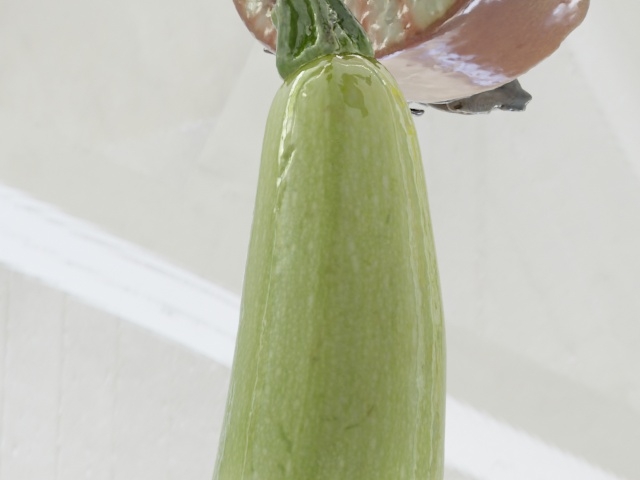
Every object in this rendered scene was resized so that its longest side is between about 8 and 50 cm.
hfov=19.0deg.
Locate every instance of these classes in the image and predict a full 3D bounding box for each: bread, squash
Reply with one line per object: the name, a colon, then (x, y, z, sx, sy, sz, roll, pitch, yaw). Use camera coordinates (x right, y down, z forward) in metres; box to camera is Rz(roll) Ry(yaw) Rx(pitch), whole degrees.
bread: (0.075, -0.253, 1.245, 0.114, 0.327, 0.295, 13, -167, -43)
squash: (0.000, 0.000, 0.751, 0.094, 0.094, 0.224, 1, -99, -15)

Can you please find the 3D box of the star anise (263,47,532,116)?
star anise: (0.062, -0.143, 1.498, 0.209, 0.231, 0.089, 11, -82, -9)
